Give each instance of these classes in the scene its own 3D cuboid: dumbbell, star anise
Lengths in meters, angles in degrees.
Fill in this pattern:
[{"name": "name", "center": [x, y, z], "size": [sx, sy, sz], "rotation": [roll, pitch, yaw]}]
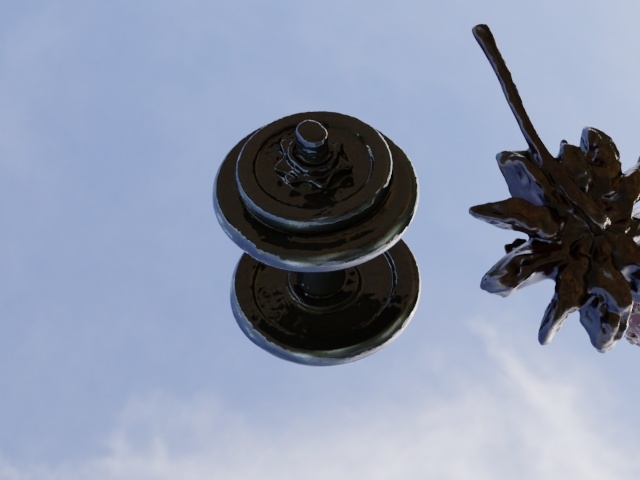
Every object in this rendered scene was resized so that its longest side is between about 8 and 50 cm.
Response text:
[{"name": "dumbbell", "center": [0.000, 0.000, 1.443], "size": [0.192, 0.290, 0.192], "rotation": [-2, -132, 2]}, {"name": "star anise", "center": [0.165, -0.025, 1.101], "size": [0.234, 0.073, 0.177], "rotation": [35, -113, -7]}]

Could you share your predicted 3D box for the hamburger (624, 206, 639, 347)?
[{"name": "hamburger", "center": [0.372, 0.055, 1.542], "size": [0.237, 0.147, 0.237], "rotation": [24, -170, -4]}]
